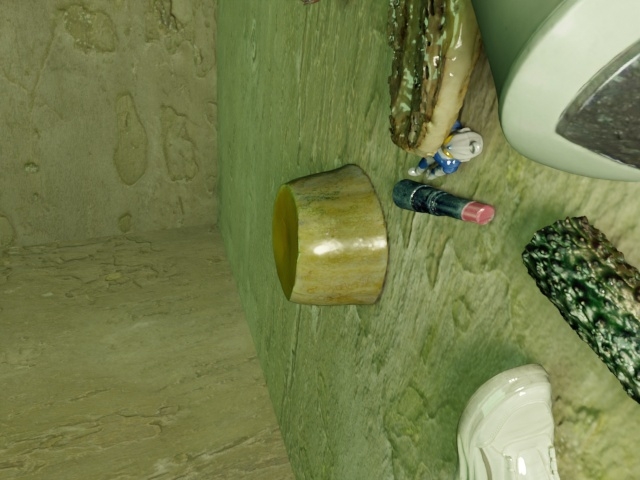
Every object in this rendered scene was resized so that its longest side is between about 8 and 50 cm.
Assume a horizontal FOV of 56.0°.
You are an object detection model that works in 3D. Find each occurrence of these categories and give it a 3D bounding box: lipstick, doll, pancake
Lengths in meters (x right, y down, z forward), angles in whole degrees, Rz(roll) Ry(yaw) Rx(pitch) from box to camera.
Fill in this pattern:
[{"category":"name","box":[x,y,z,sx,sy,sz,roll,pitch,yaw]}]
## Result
[{"category":"lipstick","box":[0.197,-0.061,0.960,0.234,0.054,0.053,-156,60,-64]},{"category":"doll","box":[0.185,-0.151,0.934,0.227,0.057,0.113,-161,69,-72]},{"category":"pancake","box":[0.146,-0.298,0.821,0.382,0.071,0.382,180,90,-87]}]

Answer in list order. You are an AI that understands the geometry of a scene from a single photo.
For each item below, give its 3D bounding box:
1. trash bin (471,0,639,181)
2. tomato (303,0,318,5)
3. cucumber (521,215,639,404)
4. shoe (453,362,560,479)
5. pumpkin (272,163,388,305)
[{"category":"trash bin","box":[0.224,-0.253,0.425,0.280,0.281,0.431,120,142,-62]},{"category":"tomato","box":[0.005,-0.594,1.219,0.199,0.112,0.228,65,155,12]},{"category":"cucumber","box":[0.320,0.123,0.564,0.359,0.096,0.096,-114,24,-44]},{"category":"shoe","box":[0.263,0.317,0.789,0.159,0.124,0.316,-119,22,-50]},{"category":"pumpkin","box":[0.000,0.000,1.349,0.332,0.199,0.332,173,90,-69]}]
